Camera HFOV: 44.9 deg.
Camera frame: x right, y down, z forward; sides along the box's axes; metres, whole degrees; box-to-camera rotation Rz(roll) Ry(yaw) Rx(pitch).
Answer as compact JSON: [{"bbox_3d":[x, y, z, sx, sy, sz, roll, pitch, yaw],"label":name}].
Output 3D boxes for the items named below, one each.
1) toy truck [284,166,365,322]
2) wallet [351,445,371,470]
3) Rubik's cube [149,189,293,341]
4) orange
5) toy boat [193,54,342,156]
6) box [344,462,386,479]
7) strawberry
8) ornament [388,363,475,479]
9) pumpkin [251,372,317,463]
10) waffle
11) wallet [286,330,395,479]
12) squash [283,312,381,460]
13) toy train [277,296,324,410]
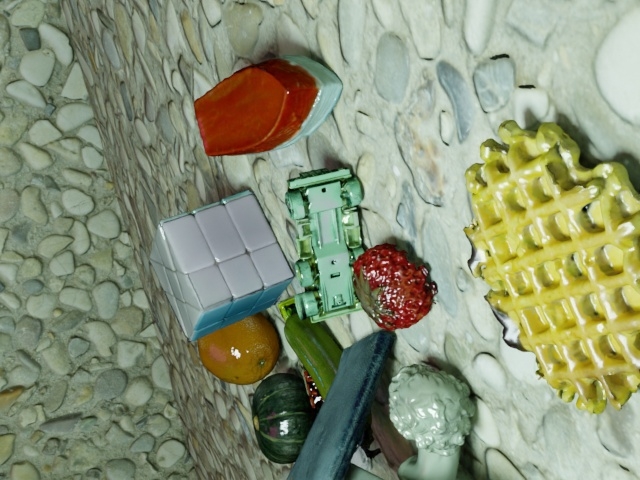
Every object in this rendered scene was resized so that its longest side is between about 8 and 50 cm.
[{"bbox_3d":[0.000,-0.002,1.304,0.135,0.128,0.259,-122,22,-58],"label":"toy truck"},{"bbox_3d":[0.051,0.438,1.662,0.190,0.033,0.095,8,118,64],"label":"wallet"},{"bbox_3d":[-0.221,0.058,1.693,0.221,0.225,0.231,62,155,13],"label":"Rubik's cube"},{"bbox_3d":[-0.193,0.249,1.841,0.206,0.206,0.206,47,148,42],"label":"orange"},{"bbox_3d":[-0.080,-0.225,1.302,0.332,0.133,0.145,-7,98,55],"label":"toy boat"},{"bbox_3d":[0.200,0.531,1.186,0.396,0.111,0.396,50,160,-13],"label":"box"},{"bbox_3d":[0.105,0.073,1.179,0.145,0.086,0.145,49,150,42],"label":"strawberry"},{"bbox_3d":[0.179,0.326,1.184,0.130,0.120,0.285,10,121,44],"label":"ornament"},{"bbox_3d":[-0.078,0.408,1.774,0.211,0.152,0.211,172,90,-81],"label":"pumpkin"},{"bbox_3d":[0.259,0.029,0.842,0.312,0.060,0.307,52,150,34],"label":"waffle"},{"bbox_3d":[0.018,0.331,1.299,0.046,0.379,0.191,31,154,-12],"label":"wallet"},{"bbox_3d":[0.028,0.272,1.506,0.331,0.087,0.087,58,154,27],"label":"squash"},{"bbox_3d":[-0.028,0.246,1.655,0.085,0.053,0.249,-163,55,-71],"label":"toy train"}]
